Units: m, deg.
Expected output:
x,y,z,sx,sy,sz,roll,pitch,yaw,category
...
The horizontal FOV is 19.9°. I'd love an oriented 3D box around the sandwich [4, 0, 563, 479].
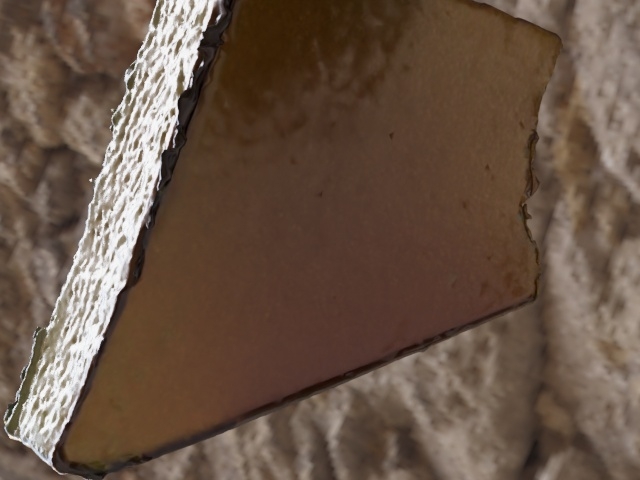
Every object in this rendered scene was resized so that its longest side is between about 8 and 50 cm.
x,y,z,sx,sy,sz,roll,pitch,yaw,category
0.000,0.000,0.622,0.162,0.058,0.193,20,-89,-32,sandwich
